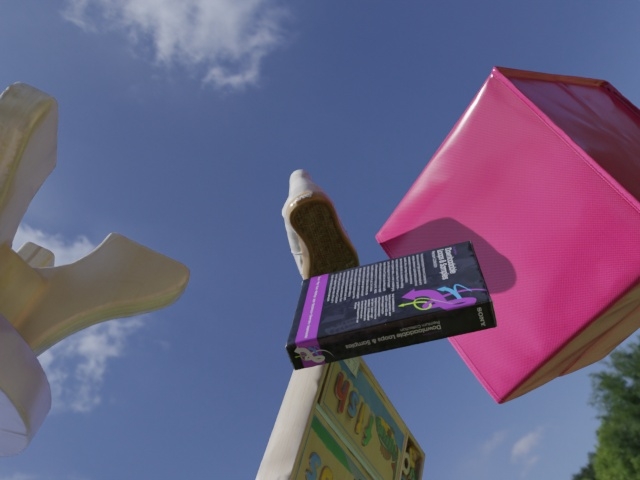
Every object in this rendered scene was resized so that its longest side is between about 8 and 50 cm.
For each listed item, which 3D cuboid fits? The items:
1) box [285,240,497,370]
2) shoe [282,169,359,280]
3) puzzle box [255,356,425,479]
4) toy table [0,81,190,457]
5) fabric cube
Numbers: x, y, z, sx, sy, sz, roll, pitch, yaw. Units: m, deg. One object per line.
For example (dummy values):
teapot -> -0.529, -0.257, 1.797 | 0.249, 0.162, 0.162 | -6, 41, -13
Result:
box -> 0.058, 0.051, 0.515 | 0.162, 0.116, 0.029 | -15, -70, 12
shoe -> 0.000, 0.000, 0.761 | 0.076, 0.058, 0.219 | -23, -38, -6
puzzle box -> 0.053, 0.351, 0.924 | 0.409, 0.052, 0.272 | 58, -143, -37
toy table -> -0.234, 0.028, 0.418 | 0.274, 0.252, 0.161 | -40, 23, 47
fabric cube -> 0.274, -0.014, 0.707 | 0.259, 0.254, 0.258 | -7, -39, -39
